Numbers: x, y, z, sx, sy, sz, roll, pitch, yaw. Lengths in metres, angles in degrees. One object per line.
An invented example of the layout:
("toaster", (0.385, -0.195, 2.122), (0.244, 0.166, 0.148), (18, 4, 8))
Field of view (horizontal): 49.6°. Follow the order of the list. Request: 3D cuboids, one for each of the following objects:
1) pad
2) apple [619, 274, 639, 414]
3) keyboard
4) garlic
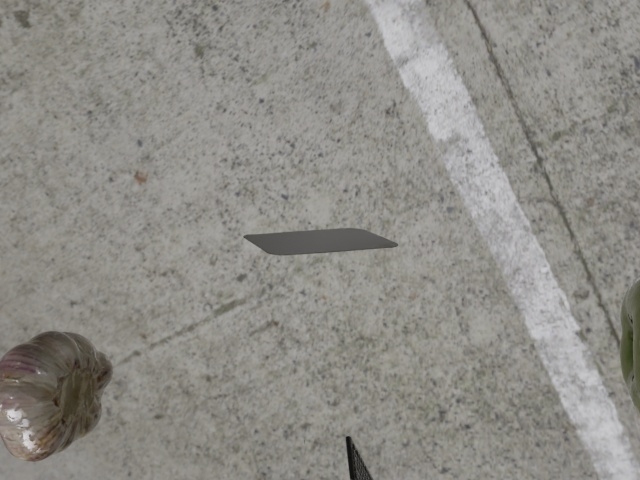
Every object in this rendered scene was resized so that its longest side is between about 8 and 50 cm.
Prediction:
("pad", (0.000, 0.000, 1.322), (0.267, 0.181, 0.004), (-4, 105, -25))
("apple", (0.699, 0.186, 1.203), (0.357, 0.357, 0.358), (6, 122, 9))
("keyboard", (0.073, 0.434, 1.233), (0.041, 0.103, 0.381), (-23, 125, 12))
("garlic", (-0.325, 0.182, 0.821), (0.101, 0.159, 0.147), (-3, 129, 23))
